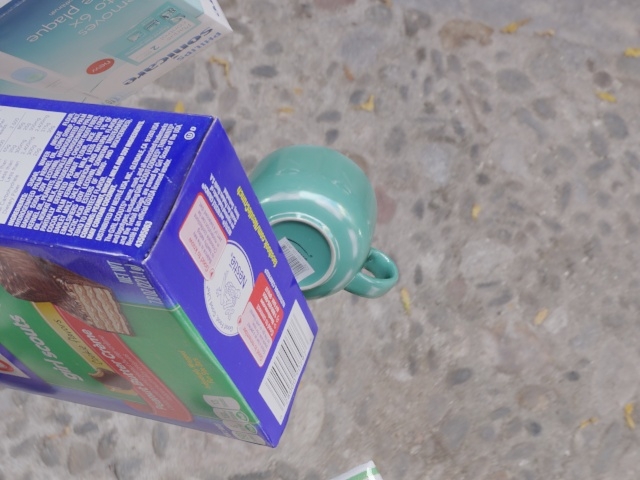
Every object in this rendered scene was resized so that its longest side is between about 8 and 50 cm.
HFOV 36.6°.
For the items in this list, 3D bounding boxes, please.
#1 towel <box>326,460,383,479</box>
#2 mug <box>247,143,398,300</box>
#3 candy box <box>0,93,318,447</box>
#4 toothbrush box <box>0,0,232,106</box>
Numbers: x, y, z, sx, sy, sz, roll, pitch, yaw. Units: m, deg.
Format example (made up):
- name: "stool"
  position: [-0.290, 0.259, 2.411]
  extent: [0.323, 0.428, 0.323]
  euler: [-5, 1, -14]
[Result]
- name: "towel"
  position: [0.021, 0.453, 1.135]
  extent: [0.247, 0.038, 0.325]
  euler: [-27, 63, 9]
- name: "mug"
  position: [-0.003, -0.008, 0.877]
  extent: [0.157, 0.130, 0.097]
  euler: [8, 29, 5]
- name: "candy box"
  position: [-0.192, 0.021, 0.722]
  extent: [0.317, 0.268, 0.122]
  euler: [9, 58, 23]
- name: "toothbrush box"
  position: [-0.253, -0.239, 0.968]
  extent: [0.216, 0.295, 0.126]
  euler: [-29, 81, 13]
